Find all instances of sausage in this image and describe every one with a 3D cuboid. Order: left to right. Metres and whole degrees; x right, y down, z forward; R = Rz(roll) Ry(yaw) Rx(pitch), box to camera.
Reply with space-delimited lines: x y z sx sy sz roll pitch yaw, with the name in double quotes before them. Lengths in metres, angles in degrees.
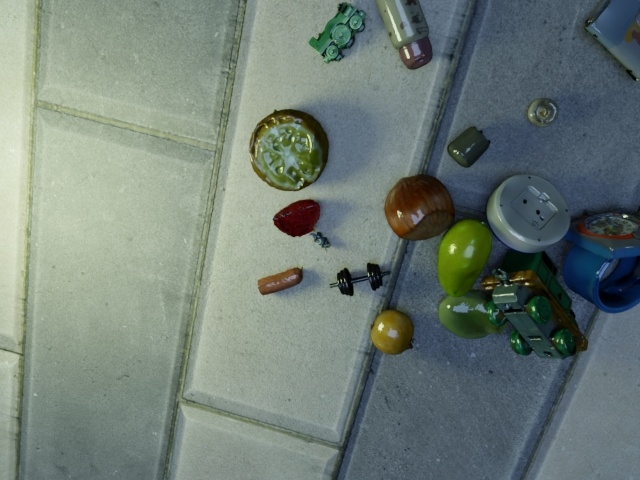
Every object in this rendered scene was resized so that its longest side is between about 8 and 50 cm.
"sausage" -0.131 0.138 1.647 0.169 0.065 0.065 -18 102 12

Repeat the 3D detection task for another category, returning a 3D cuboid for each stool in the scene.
"stool" 0.444 -0.281 1.430 0.110 0.096 0.096 -44 96 11

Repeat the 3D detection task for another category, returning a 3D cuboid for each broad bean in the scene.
"broad bean" 0.504 0.240 1.565 0.227 0.100 0.170 -15 97 14

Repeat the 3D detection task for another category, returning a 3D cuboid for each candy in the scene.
"candy" -0.099 -0.280 1.496 0.259 0.118 0.260 3 108 8

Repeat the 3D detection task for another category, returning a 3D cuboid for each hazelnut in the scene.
"hazelnut" 0.299 -0.100 1.463 0.214 0.176 0.215 1 78 -7

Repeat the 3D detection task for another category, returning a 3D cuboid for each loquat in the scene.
"loquat" 0.242 0.308 1.598 0.162 0.137 0.163 0 92 -1

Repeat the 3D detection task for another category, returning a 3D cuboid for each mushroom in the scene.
"mushroom" 0.649 -0.371 1.381 0.085 0.079 0.085 1 101 4

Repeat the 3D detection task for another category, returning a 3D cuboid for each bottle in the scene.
"bottle" 0.247 -0.608 1.359 0.109 0.110 0.234 -22 102 13

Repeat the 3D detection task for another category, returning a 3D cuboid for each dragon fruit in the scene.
"dragon fruit" -0.071 -0.073 1.574 0.162 0.083 0.107 -21 123 2

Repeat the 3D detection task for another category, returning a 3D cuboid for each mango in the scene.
"mango" 0.437 0.045 1.469 0.148 0.186 0.273 15 144 12

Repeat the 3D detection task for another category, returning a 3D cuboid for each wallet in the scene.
"wallet" 0.846 -0.567 1.305 0.231 0.069 0.170 40 89 -7

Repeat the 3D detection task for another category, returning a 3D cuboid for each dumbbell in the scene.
"dumbbell" 0.130 0.129 1.584 0.208 0.099 0.099 -14 103 11

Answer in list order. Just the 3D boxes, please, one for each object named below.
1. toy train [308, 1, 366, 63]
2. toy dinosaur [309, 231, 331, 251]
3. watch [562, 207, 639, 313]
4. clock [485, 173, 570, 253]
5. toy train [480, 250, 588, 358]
"toy train" 0.054 -0.614 1.407 0.104 0.071 0.178 44 108 6
"toy dinosaur" 0.000 0.000 1.594 0.083 0.047 0.031 40 108 -5
"watch" 0.888 0.055 1.413 0.304 0.241 0.275 -13 115 -8
"clock" 0.611 -0.080 1.404 0.230 0.083 0.231 3 68 -8
"toy train" 0.662 0.196 1.464 0.429 0.249 0.178 46 146 -20
